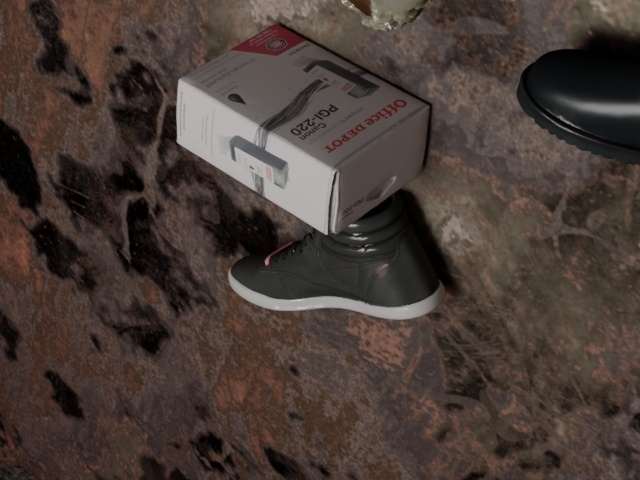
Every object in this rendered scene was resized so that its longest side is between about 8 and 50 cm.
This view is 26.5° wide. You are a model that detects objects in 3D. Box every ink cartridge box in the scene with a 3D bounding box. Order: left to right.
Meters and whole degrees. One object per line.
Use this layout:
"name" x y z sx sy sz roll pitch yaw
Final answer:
"ink cartridge box" -0.019 -0.118 1.404 0.218 0.158 0.092 33 139 26

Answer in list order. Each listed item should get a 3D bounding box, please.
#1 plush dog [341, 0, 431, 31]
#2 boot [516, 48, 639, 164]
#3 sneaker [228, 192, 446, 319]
"plush dog" 0.102 -0.328 1.084 0.225 0.210 0.262 -107 12 -46
"boot" 0.287 -0.151 1.086 0.246 0.094 0.207 29 142 20
"sneaker" 0.000 0.000 1.537 0.296 0.104 0.147 3 120 40
